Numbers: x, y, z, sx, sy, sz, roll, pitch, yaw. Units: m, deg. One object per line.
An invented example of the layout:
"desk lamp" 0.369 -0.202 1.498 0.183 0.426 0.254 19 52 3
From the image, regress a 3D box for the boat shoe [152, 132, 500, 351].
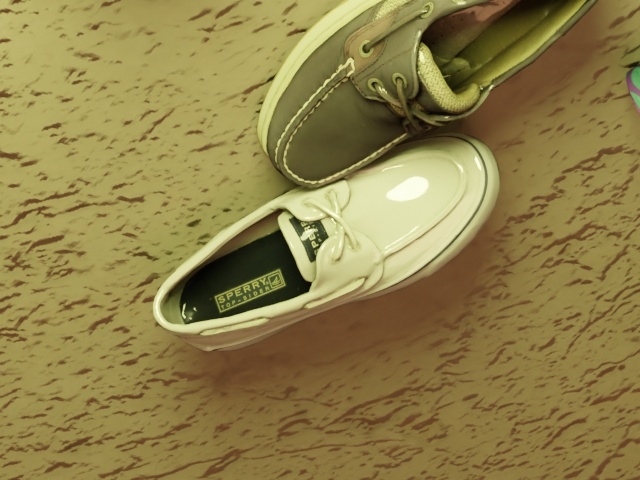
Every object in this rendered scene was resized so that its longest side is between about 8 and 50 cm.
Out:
"boat shoe" 0.000 0.000 1.402 0.267 0.096 0.088 -23 168 17

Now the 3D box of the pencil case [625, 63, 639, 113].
"pencil case" 0.292 -0.131 1.388 0.151 0.064 0.070 -34 108 18

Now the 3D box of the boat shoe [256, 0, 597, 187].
"boat shoe" 0.072 -0.123 1.312 0.285 0.092 0.103 -37 133 21
